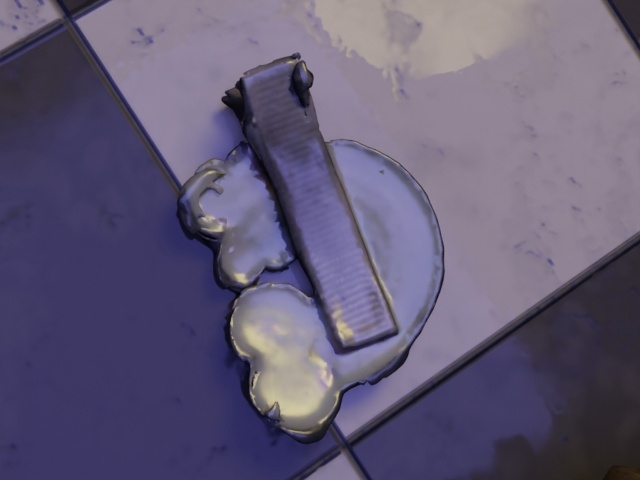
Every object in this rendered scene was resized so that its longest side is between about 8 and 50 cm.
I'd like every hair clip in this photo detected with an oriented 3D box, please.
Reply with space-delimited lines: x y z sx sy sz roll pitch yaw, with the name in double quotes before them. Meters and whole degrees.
"hair clip" 0.000 0.000 0.450 0.116 0.049 0.172 -21 91 -6

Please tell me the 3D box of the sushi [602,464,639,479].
"sushi" 0.232 0.188 0.377 0.219 0.238 0.225 -23 95 -29
